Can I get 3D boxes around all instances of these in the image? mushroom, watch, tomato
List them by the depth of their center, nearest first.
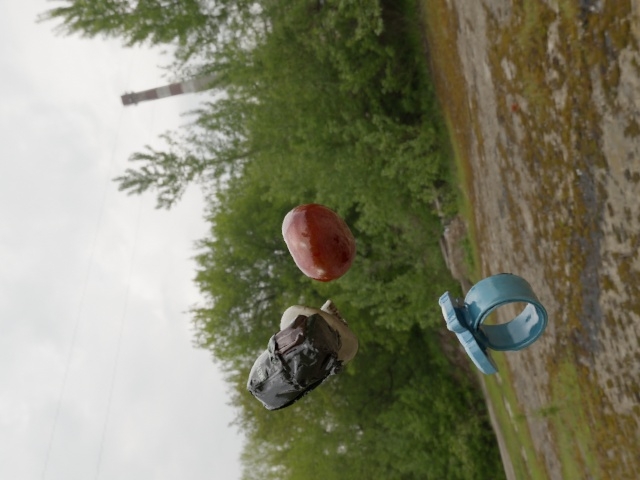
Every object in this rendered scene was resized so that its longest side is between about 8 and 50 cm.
[{"bbox_3d":[0.396,0.167,1.254,0.211,0.193,0.211,50,-162,-22],"label":"watch"},{"bbox_3d":[0.000,0.000,1.299,0.195,0.136,0.195,51,-167,-17],"label":"tomato"},{"bbox_3d":[0.001,0.247,1.524,0.178,0.226,0.226,-64,-16,-10],"label":"mushroom"}]

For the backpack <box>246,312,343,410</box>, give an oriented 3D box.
[{"bbox_3d":[-0.047,0.198,0.910,0.106,0.165,0.120,51,-170,-14],"label":"backpack"}]
